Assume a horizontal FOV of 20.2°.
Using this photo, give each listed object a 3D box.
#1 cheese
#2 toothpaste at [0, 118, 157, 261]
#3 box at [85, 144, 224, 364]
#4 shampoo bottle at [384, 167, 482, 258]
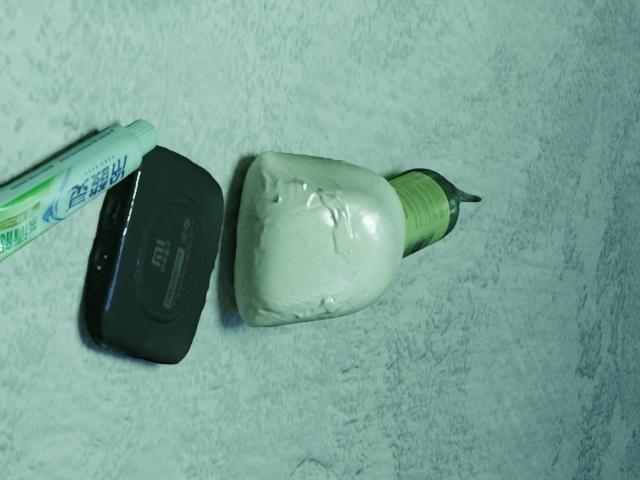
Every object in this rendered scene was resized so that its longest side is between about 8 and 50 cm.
[{"bbox_3d":[0.000,0.000,1.996,0.154,0.189,0.198,-100,-165,-73],"label":"cheese"},{"bbox_3d":[-0.250,-0.040,1.630,0.297,0.048,0.075,-38,137,-46],"label":"toothpaste"},{"bbox_3d":[-0.161,0.017,1.825,0.201,0.042,0.212,22,81,-61],"label":"box"},{"bbox_3d":[0.108,-0.034,2.260,0.284,0.101,0.101,-23,122,-58],"label":"shampoo bottle"}]
